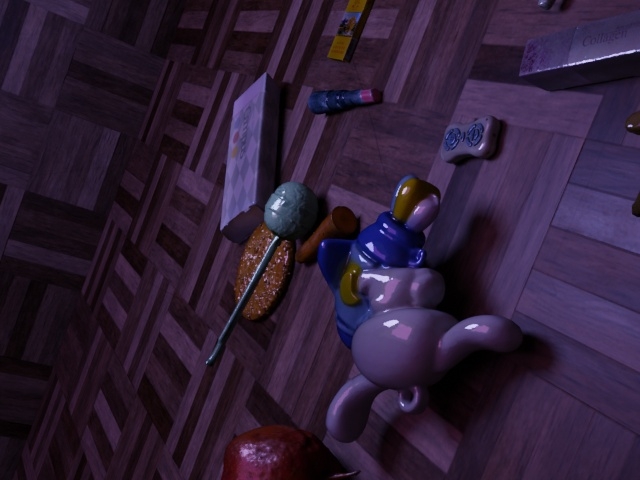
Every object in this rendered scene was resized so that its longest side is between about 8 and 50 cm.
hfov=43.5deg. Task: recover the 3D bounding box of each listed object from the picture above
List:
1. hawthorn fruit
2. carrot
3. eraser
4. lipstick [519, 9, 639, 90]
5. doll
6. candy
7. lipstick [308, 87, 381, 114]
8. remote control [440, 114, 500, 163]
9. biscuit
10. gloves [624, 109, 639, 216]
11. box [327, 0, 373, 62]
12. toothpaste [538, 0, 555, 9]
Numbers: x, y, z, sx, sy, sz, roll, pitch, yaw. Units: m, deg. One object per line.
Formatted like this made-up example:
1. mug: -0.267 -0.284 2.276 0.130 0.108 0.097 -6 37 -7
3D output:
1. hawthorn fruit: -0.041 0.414 1.381 0.243 0.207 0.207 -12 60 28
2. carrot: 0.000 0.000 1.664 0.210 0.061 0.061 -41 41 52
3. eraser: -0.177 -0.212 2.056 0.213 0.082 0.396 -32 47 48
4. lipstick: 0.411 -0.264 1.096 0.317 0.068 0.066 3 77 61
5. doll: 0.125 0.103 1.290 0.376 0.187 0.365 -26 58 23
6. candy: -0.133 0.075 1.732 0.439 0.119 0.119 -63 29 -2
7. lipstick: 0.053 -0.307 1.754 0.234 0.054 0.053 10 83 59
8. remote control: 0.250 -0.170 1.352 0.122 0.032 0.074 -4 70 58
9. biscuit: -0.136 0.064 1.877 0.254 0.035 0.253 -36 45 47
10. gloves: 0.463 -0.143 0.857 0.331 0.154 0.141 -53 32 17
11. box: 0.069 -0.491 1.858 0.155 0.023 0.087 -68 26 6
12. toothpaste: 0.407 -0.458 1.249 0.216 0.037 0.062 -58 33 12
